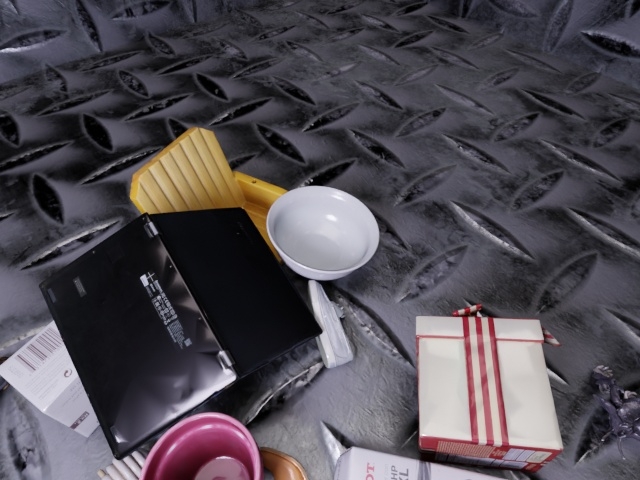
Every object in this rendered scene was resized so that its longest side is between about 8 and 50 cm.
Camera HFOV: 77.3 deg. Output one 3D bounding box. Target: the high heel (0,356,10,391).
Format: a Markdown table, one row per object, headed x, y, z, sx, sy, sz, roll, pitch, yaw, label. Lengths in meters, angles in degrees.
| x | y | z | sx | sy | sz | roll | pitch | yaw | label |
| --- | --- | --- | --- | --- | --- | --- | --- | --- | --- |
| -0.819 | 0.358 | 0.875 | 0.261 | 0.093 | 0.186 | -18 | 30 | 2 | high heel |

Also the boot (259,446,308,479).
| x | y | z | sx | sy | sz | roll | pitch | yaw | label |
| --- | --- | --- | --- | --- | --- | --- | --- | --- | --- |
| -0.069 | 0.494 | 0.739 | 0.197 | 0.073 | 0.152 | 25 | 56 | 20 | boot |

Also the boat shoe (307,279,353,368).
| x | y | z | sx | sy | sz | roll | pitch | yaw | label |
| --- | --- | --- | --- | --- | --- | --- | --- | --- | --- |
| 0.023 | 0.197 | 0.983 | 0.081 | 0.079 | 0.227 | -8 | 57 | -15 | boat shoe |

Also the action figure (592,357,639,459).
| x | y | z | sx | sy | sz | roll | pitch | yaw | label |
| --- | --- | --- | --- | --- | --- | --- | --- | --- | --- |
| 0.678 | 0.321 | 0.836 | 0.164 | 0.141 | 0.275 | 43 | 89 | 20 | action figure |

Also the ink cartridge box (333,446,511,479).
| x | y | z | sx | sy | sz | roll | pitch | yaw | label |
| --- | --- | --- | --- | --- | --- | --- | --- | --- | --- |
| 0.173 | 0.501 | 0.666 | 0.308 | 0.129 | 0.223 | 13 | 53 | -2 | ink cartridge box |

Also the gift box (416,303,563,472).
| x | y | z | sx | sy | sz | roll | pitch | yaw | label |
| --- | --- | --- | --- | --- | --- | --- | --- | --- | --- |
| 0.324 | 0.291 | 0.791 | 0.277 | 0.255 | 0.258 | 1 | 53 | 9 | gift box |

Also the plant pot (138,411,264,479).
| x | y | z | sx | sy | sz | roll | pitch | yaw | label |
| --- | --- | --- | --- | --- | --- | --- | --- | --- | --- |
| -0.195 | 0.437 | 0.718 | 0.202 | 0.180 | 0.201 | 0 | 52 | 0 | plant pot |

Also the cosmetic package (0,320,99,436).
| x | y | z | sx | sy | sz | roll | pitch | yaw | label |
| --- | --- | --- | --- | --- | --- | --- | --- | --- | --- |
| -0.517 | 0.285 | 0.842 | 0.152 | 0.183 | 0.151 | 25 | 55 | 20 | cosmetic package |

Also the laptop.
| x | y | z | sx | sy | sz | roll | pitch | yaw | label |
| --- | --- | --- | --- | --- | --- | --- | --- | --- | --- |
| -0.277 | 0.150 | 0.858 | 0.408 | 0.236 | 0.381 | -34 | 74 | -2 | laptop |

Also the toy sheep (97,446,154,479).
| x | y | z | sx | sy | sz | roll | pitch | yaw | label |
| --- | --- | --- | --- | --- | --- | --- | --- | --- | --- |
| -0.370 | 0.448 | 0.775 | 0.091 | 0.091 | 0.132 | 29 | 52 | 22 | toy sheep |

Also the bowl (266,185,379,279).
| x | y | z | sx | sy | sz | roll | pitch | yaw | label |
| --- | --- | --- | --- | --- | --- | --- | --- | --- | --- |
| 0.000 | 0.000 | 1.086 | 0.298 | 0.134 | 0.297 | 5 | 51 | -6 | bowl |

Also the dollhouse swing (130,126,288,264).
| x | y | z | sx | sy | sz | roll | pitch | yaw | label |
| --- | --- | --- | --- | --- | --- | --- | --- | --- | --- |
| -0.249 | -0.080 | 1.059 | 0.315 | 0.304 | 0.346 | 22 | 54 | 18 | dollhouse swing |
